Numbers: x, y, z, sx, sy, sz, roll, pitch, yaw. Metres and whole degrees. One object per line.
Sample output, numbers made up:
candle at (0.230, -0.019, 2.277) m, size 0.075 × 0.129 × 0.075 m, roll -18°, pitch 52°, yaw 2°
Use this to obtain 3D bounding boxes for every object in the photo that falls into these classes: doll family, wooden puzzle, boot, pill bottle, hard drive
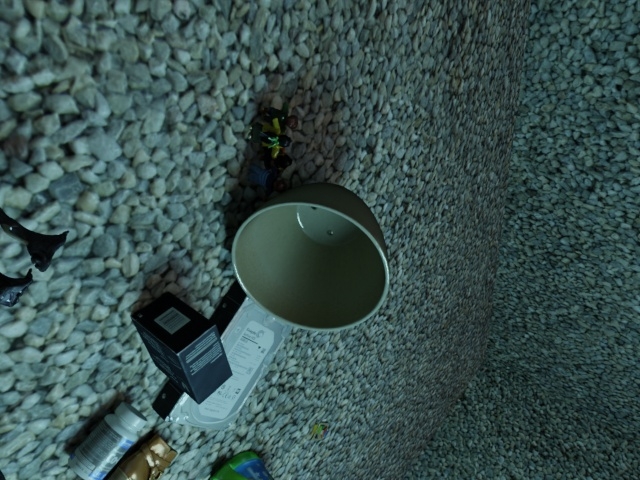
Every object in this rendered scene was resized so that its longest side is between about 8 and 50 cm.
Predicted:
doll family at (-0.095, -0.177, 0.945) m, size 0.076 × 0.111 × 0.192 m, roll -26°, pitch 130°, yaw -42°
wooden puzzle at (0.000, 0.693, 1.703) m, size 0.116 × 0.014 × 0.078 m, roll 26°, pitch 90°, yaw -56°
boot at (-0.383, 0.539, 1.063) m, size 0.152 × 0.073 × 0.197 m, roll -45°, pitch 144°, yaw -31°
pill bottle at (-0.413, 0.392, 0.923) m, size 0.137 × 0.078 × 0.078 m, roll -50°, pitch 143°, yaw -19°
hard drive at (-0.212, 0.286, 1.130) m, size 0.338 × 0.064 × 0.237 m, roll -58°, pitch 145°, yaw -11°

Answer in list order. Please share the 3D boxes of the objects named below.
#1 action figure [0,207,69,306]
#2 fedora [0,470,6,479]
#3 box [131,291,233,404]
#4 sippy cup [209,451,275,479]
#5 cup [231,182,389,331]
action figure at (-0.462, -0.032, 0.549) m, size 0.276 × 0.141 × 0.164 m, roll 38°, pitch 88°, yaw -28°
fedora at (-0.599, 0.432, 0.611) m, size 0.334 × 0.334 × 0.152 m, roll -15°, pitch 158°, yaw -48°
box at (-0.269, 0.209, 0.926) m, size 0.093 × 0.156 × 0.158 m, roll -38°, pitch 138°, yaw -34°
sippy cup at (-0.189, 0.762, 1.319) m, size 0.305 × 0.224 × 0.240 m, roll 32°, pitch 85°, yaw -56°
cup at (0.000, 0.000, 1.048) m, size 0.237 × 0.331 × 0.330 m, roll -69°, pitch 160°, yaw -52°
